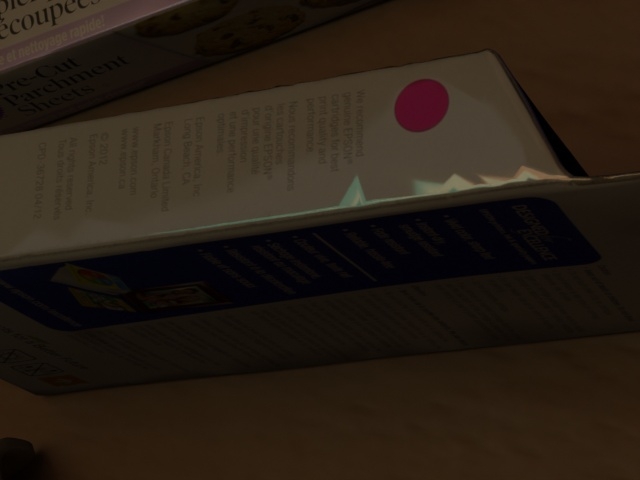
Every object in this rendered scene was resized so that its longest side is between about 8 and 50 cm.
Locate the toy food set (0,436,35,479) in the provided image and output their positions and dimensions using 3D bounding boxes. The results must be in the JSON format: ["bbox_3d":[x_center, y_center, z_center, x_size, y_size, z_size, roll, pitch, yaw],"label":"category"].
[{"bbox_3d":[-0.163,0.262,0.771,0.220,0.092,0.306,-36,54,10],"label":"toy food set"}]

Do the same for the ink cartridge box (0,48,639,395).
[{"bbox_3d":[0.000,0.000,0.727,0.371,0.176,0.069,-5,69,23],"label":"ink cartridge box"}]

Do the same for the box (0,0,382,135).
[{"bbox_3d":[-0.045,-0.128,0.857,0.324,0.067,0.063,-18,66,17],"label":"box"}]
